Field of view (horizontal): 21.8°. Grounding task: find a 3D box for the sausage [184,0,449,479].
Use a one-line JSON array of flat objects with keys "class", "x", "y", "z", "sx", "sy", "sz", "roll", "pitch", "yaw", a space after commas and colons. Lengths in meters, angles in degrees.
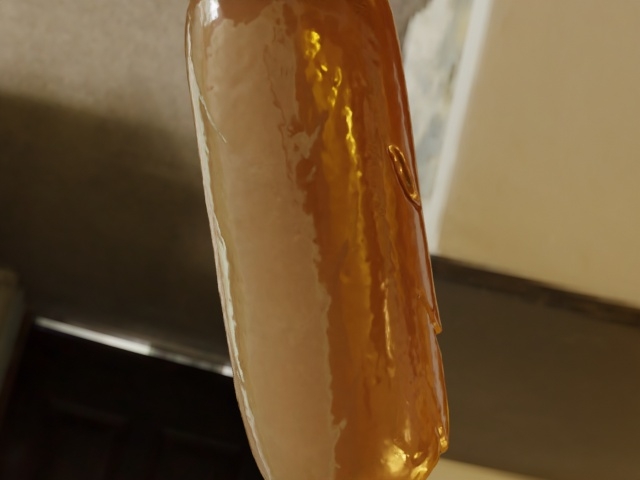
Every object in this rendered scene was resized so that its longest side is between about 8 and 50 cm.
[{"class": "sausage", "x": 0.000, "y": 0.001, "z": 0.915, "sx": 0.121, "sy": 0.304, "sz": 0.121, "roll": -8, "pitch": -171, "yaw": 1}]
